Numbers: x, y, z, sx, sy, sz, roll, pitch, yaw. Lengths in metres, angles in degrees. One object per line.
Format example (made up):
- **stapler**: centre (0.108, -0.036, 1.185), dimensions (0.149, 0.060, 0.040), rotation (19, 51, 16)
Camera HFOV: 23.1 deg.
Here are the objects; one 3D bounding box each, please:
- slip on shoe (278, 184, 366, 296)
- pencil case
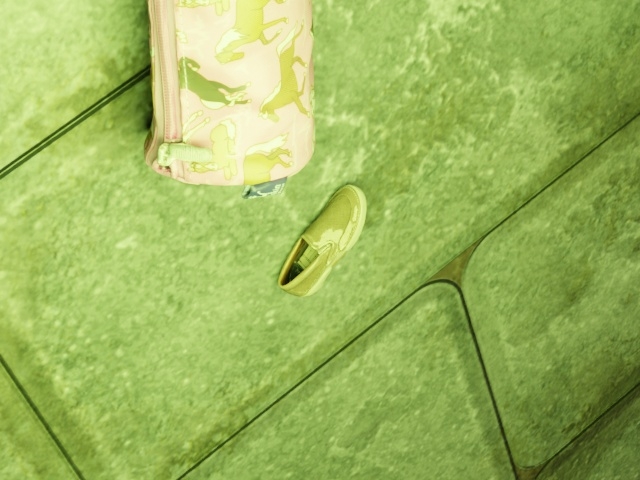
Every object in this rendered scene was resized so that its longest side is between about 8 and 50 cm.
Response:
- **slip on shoe**: centre (0.000, 0.000, 1.651), dimensions (0.041, 0.051, 0.135), rotation (12, 119, -49)
- **pencil case**: centre (-0.083, -0.225, 1.320), dimensions (0.160, 0.167, 0.386), rotation (-2, 127, -3)
